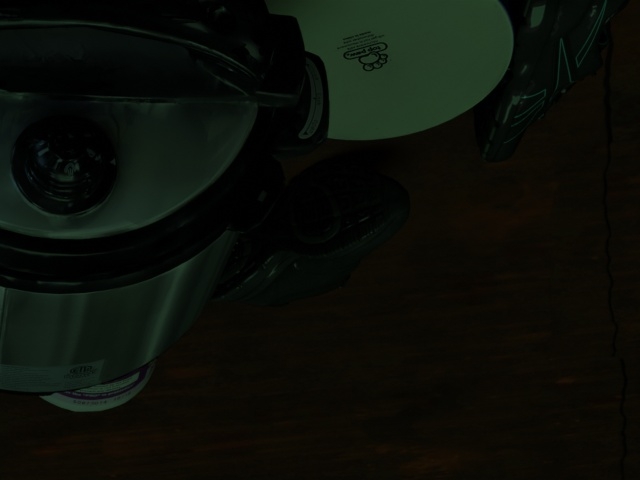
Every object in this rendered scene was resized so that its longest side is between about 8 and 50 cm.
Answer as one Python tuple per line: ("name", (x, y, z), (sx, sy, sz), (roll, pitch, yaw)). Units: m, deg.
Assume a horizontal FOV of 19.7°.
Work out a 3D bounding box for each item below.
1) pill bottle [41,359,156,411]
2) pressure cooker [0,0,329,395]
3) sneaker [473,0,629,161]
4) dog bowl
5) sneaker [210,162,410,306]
("pill bottle", (-0.236, 0.045, 1.971), (0.169, 0.169, 0.301), (5, 147, -12))
("pressure cooker", (-0.216, -0.095, 1.516), (0.370, 0.375, 0.420), (-41, 171, -24))
("sneaker", (0.213, -0.161, 1.758), (0.106, 0.101, 0.267), (1, 147, -11))
("dog bowl", (0.042, -0.207, 1.668), (0.265, 0.104, 0.265), (-2, 147, -1))
("sneaker", (0.000, 0.000, 2.002), (0.130, 0.109, 0.286), (19, 151, -40))
